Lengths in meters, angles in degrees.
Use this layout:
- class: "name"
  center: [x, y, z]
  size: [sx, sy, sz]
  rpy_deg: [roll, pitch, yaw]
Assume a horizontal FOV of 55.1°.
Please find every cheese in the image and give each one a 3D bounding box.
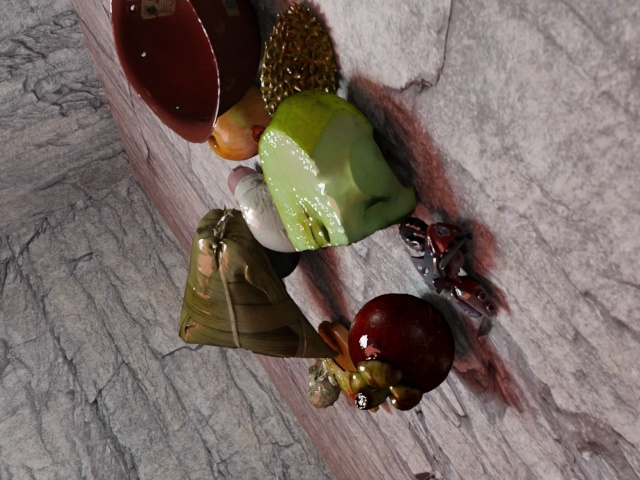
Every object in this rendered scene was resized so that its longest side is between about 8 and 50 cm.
- class: "cheese"
  center: [-0.077, -0.054, 1.456]
  size: [0.189, 0.198, 0.155]
  rpy_deg: [74, -170, -66]

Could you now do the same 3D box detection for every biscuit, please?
- class: "biscuit"
  center: [0.065, 0.334, 1.853]
  size: [0.202, 0.047, 0.334]
  rpy_deg: [48, 161, 19]
- class: "biscuit"
  center: [0.089, 0.449, 1.874]
  size: [0.240, 0.035, 0.158]
  rpy_deg: [31, 153, 48]

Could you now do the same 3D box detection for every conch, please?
- class: "conch"
  center: [0.002, 0.477, 2.099]
  size: [0.155, 0.130, 0.207]
  rpy_deg: [26, 129, 37]

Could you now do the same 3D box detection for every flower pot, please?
- class: "flower pot"
  center: [-0.166, 0.009, 1.802]
  size: [0.243, 0.157, 0.189]
  rpy_deg: [44, 155, 21]

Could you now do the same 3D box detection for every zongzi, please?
- class: "zongzi"
  center: [-0.117, 0.105, 1.626]
  size: [0.218, 0.466, 0.500]
  rpy_deg: [-90, 14, -48]

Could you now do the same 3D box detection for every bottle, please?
- class: "bottle"
  center: [-0.168, -0.116, 1.688]
  size: [0.253, 0.120, 0.120]
  rpy_deg: [46, 156, 39]

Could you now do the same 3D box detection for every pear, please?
- class: "pear"
  center: [0.015, -0.133, 1.109]
  size: [0.282, 0.176, 0.286]
  rpy_deg: [62, 157, -8]

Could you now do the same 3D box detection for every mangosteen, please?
- class: "mangosteen"
  center: [0.142, 0.225, 1.189]
  size: [0.215, 0.257, 0.215]
  rpy_deg: [20, 133, 23]

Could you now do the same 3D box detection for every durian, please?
- class: "durian"
  center: [-0.048, -0.312, 1.136]
  size: [0.252, 0.144, 0.139]
  rpy_deg: [75, 179, -49]

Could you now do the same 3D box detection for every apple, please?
- class: "apple"
  center: [-0.202, -0.285, 1.455]
  size: [0.209, 0.164, 0.209]
  rpy_deg: [50, 161, 24]

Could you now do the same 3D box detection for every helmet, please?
- class: "helmet"
  center: [-0.240, -0.412, 1.262]
  size: [0.385, 0.230, 0.337]
  rpy_deg: [54, 143, 7]

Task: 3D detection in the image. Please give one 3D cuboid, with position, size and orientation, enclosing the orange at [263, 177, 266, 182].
- class: "orange"
  center: [-0.103, -0.146, 1.539]
  size: [0.083, 0.083, 0.084]
  rpy_deg: [50, 158, 28]

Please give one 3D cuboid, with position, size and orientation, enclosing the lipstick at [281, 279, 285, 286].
- class: "lipstick"
  center: [-0.174, 0.097, 2.151]
  size: [0.176, 0.027, 0.027]
  rpy_deg: [57, 161, 5]

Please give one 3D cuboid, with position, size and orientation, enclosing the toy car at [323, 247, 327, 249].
- class: "toy car"
  center: [0.000, 0.000, 1.569]
  size: [0.041, 0.025, 0.093]
  rpy_deg: [63, 164, -12]

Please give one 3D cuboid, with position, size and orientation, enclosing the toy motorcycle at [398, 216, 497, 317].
- class: "toy motorcycle"
  center: [0.219, 0.043, 1.011]
  size: [0.213, 0.082, 0.122]
  rpy_deg: [51, 162, -10]
